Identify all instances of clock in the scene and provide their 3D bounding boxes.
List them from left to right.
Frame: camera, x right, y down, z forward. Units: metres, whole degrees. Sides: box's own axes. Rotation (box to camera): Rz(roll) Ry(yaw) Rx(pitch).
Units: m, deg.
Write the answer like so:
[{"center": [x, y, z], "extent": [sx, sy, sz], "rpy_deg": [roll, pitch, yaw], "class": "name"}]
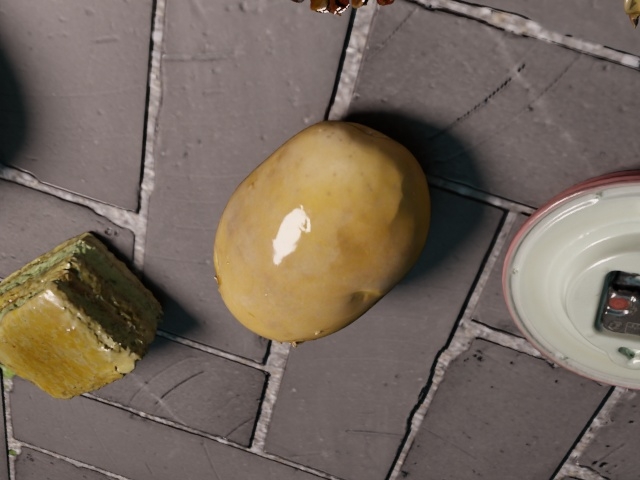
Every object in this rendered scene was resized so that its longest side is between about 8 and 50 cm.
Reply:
[{"center": [0.278, 0.042, 0.838], "extent": [0.245, 0.056, 0.244], "rpy_deg": [10, 135, 11], "class": "clock"}]

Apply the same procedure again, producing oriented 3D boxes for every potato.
[{"center": [0.000, 0.000, 0.853], "extent": [0.150, 0.146, 0.234], "rpy_deg": [10, 142, -33], "class": "potato"}]

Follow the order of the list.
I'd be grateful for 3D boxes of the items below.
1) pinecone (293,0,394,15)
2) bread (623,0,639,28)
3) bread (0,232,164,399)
[{"center": [0.017, -0.212, 0.650], "extent": [0.140, 0.120, 0.140], "rpy_deg": [23, 151, 13], "class": "pinecone"}, {"center": [0.225, -0.280, 0.439], "extent": [0.167, 0.277, 0.324], "rpy_deg": [27, 139, 28], "class": "bread"}, {"center": [-0.276, 0.091, 1.055], "extent": [0.196, 0.102, 0.138], "rpy_deg": [-23, 118, 36], "class": "bread"}]
